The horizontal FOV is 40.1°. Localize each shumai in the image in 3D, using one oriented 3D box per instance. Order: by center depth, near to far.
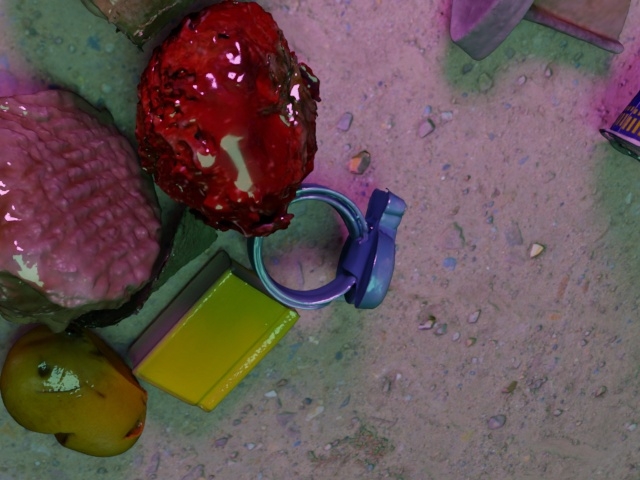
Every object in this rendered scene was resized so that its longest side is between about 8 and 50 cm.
[{"bbox_3d":[-0.353,0.000,1.005,0.262,0.314,0.267,-33,113,20],"label":"shumai"}]

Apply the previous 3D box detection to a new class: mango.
[{"bbox_3d":[-0.336,0.219,1.234,0.167,0.130,0.262,-32,132,7],"label":"mango"}]

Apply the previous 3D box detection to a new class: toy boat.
[{"bbox_3d":[0.310,-0.374,1.152,0.293,0.111,0.276,-13,130,-28],"label":"toy boat"}]

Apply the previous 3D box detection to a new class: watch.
[{"bbox_3d":[0.000,0.000,1.222,0.193,0.211,0.211,15,115,-12],"label":"watch"}]

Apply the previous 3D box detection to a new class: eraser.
[{"bbox_3d":[-0.156,0.139,1.293,0.226,0.069,0.158,-46,128,10],"label":"eraser"}]

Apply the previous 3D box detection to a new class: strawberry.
[{"bbox_3d":[-0.118,-0.132,1.039,0.220,0.274,0.274,-10,130,19],"label":"strawberry"}]

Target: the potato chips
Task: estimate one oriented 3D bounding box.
[{"bbox_3d":[-0.221,0.043,1.155,0.059,0.167,0.228,44,80,-1],"label":"potato chips"}]

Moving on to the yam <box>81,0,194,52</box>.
[{"bbox_3d":[-0.156,-0.353,0.906,0.300,0.195,0.195,-41,127,7],"label":"yam"}]

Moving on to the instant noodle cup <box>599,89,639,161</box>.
[{"bbox_3d":[0.611,-0.225,1.278,0.284,0.284,0.312,23,102,-33],"label":"instant noodle cup"}]
